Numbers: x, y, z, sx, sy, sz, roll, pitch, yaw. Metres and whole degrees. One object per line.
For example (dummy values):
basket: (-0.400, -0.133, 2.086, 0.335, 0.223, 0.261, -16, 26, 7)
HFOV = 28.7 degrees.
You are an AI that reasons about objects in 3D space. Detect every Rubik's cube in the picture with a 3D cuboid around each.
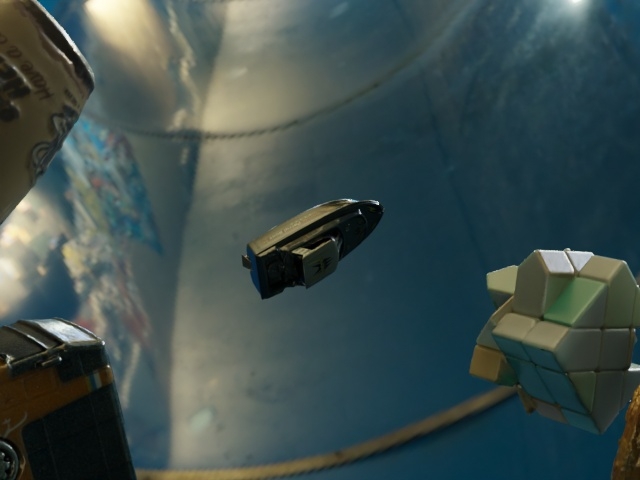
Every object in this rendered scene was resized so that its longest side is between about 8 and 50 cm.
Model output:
Rubik's cube: (0.326, 0.129, 1.766, 0.224, 0.265, 0.213, -45, -148, -21)

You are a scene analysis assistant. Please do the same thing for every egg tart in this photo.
egg tart: (0.412, 0.241, 1.525, 0.074, 0.191, 0.191, 15, -133, 28)

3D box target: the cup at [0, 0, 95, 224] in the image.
cup: (-0.368, -0.128, 1.167, 0.257, 0.227, 0.301, -43, -126, -15)

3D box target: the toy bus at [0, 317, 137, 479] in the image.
toy bus: (-0.259, 0.215, 1.158, 0.167, 0.275, 0.138, -21, -162, -29)

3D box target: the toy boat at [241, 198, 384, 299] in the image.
toy boat: (0.000, 0.000, 1.118, 0.141, 0.055, 0.060, -28, -136, -25)
